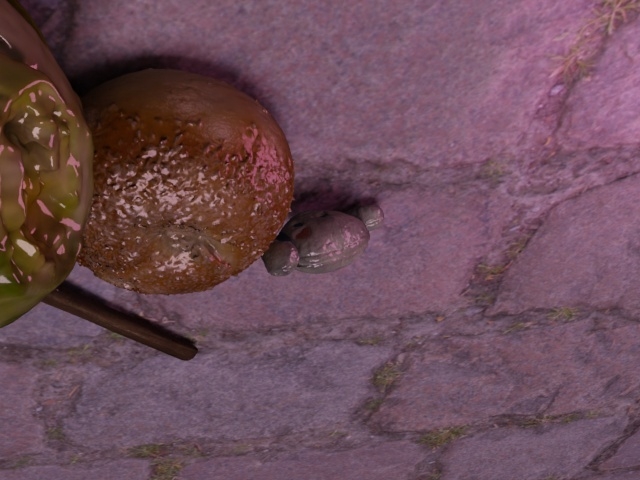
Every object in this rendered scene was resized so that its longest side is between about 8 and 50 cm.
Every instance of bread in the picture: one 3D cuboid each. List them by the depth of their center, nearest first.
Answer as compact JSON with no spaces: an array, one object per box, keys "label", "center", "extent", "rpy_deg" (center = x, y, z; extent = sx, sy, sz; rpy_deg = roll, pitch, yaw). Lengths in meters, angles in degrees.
[{"label":"bread","center":[-0.166,-0.048,1.016],"extent":[0.305,0.159,0.306],"rpy_deg":[-10,143,-8]}]

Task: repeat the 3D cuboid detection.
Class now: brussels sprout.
[{"label":"brussels sprout","center":[-0.325,-0.087,0.781],"extent":[0.268,0.344,0.344],"rpy_deg":[-25,156,-39]}]

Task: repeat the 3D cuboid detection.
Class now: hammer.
[{"label":"hammer","center":[-0.299,0.106,1.284],"extent":[0.111,0.044,0.365],"rpy_deg":[-31,144,19]}]

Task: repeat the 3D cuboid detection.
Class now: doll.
[{"label":"doll","center":[0.000,0.000,1.169],"extent":[0.214,0.103,0.072],"rpy_deg":[-26,116,-43]}]
